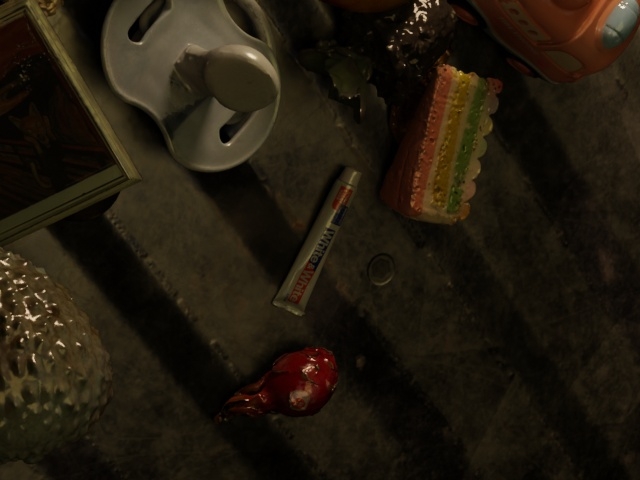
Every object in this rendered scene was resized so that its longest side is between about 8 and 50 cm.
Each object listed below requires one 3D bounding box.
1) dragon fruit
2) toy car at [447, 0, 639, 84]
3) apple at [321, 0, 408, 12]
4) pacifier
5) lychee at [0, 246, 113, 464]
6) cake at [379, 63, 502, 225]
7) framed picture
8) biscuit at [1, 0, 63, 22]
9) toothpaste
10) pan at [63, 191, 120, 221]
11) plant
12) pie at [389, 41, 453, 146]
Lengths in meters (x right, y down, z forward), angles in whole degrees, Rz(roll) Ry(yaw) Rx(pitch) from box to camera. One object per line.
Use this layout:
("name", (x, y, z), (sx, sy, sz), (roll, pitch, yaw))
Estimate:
("dragon fruit", (-0.054, 0.214, 2.100), (0.190, 0.094, 0.094), (-29, 115, -14))
("toy car", (0.325, -0.332, 2.081), (0.270, 0.212, 0.180), (38, 84, -31))
("apple", (0.052, -0.386, 1.943), (0.195, 0.173, 0.160), (-18, 122, -23))
("pacifier", (-0.126, -0.217, 1.872), (0.227, 0.207, 0.279), (-51, 121, -15))
("lychee", (-0.373, 0.140, 1.809), (0.255, 0.255, 0.274), (-13, 102, -25))
("cake", (0.174, -0.122, 2.084), (0.109, 0.090, 0.225), (7, 122, -28))
("framed picture", (-0.370, -0.134, 1.822), (0.216, 0.016, 0.273), (-25, 116, 8))
("biscuit", (-0.364, -0.329, 1.783), (0.070, 0.082, 0.168), (-35, 118, -14))
("toothpaste", (0.000, 0.000, 2.104), (0.052, 0.033, 0.218), (23, 97, -27))
("pan", (-0.310, -0.121, 1.896), (0.115, 0.040, 0.212), (-28, 116, -25))
("plant", (0.077, -0.252, 2.009), (0.142, 0.131, 0.203), (39, 72, 11))
("pie", (0.137, -0.196, 2.121), (0.088, 0.033, 0.191), (-5, 111, -23))
